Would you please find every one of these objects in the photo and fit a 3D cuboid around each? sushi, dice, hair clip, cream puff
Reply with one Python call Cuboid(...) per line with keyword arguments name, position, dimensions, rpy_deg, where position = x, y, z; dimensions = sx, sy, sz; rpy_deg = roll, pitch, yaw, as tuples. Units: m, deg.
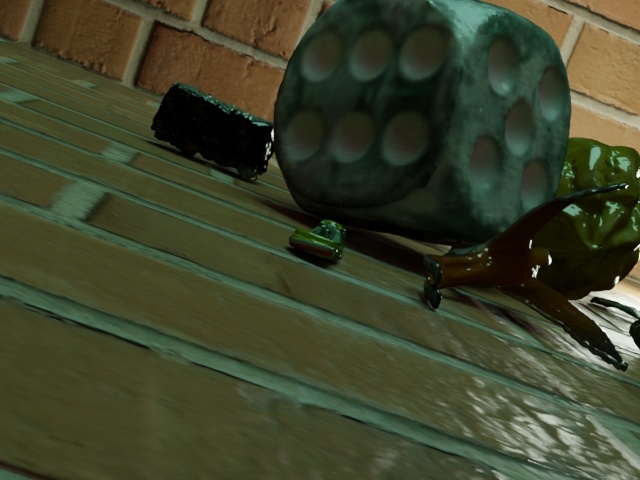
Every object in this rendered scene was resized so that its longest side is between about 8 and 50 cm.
Cuboid(name="sushi", position=(-0.179, -0.187, 1.906), dimensions=(0.213, 0.115, 0.147), rpy_deg=(23, 10, -2))
Cuboid(name="dice", position=(0.152, -0.172, 1.647), dimensions=(0.328, 0.330, 0.348), rpy_deg=(8, -3, 41))
Cuboid(name="hair clip", position=(0.000, 0.000, 1.285), dimensions=(0.060, 0.033, 0.188), rpy_deg=(20, 9, 6))
Cuboid(name="cream puff", position=(0.467, -0.012, 1.975), dimensions=(0.291, 0.324, 0.257), rpy_deg=(4, 48, -16))

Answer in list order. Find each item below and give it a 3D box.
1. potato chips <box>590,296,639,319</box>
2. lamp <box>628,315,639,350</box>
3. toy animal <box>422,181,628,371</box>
Cuboid(name="potato chips", position=(0.593, 0.142, 2.079), dimensions=(0.092, 0.028, 0.207), rpy_deg=(15, 7, -39))
Cuboid(name="lamp", position=(0.508, 0.120, 1.561), dimensions=(0.157, 0.135, 0.156), rpy_deg=(53, 11, -49))
Cuboid(name="toy animal", position=(0.206, 0.048, 1.379), dimensions=(0.284, 0.225, 0.302), rpy_deg=(-3, 2, -20))
